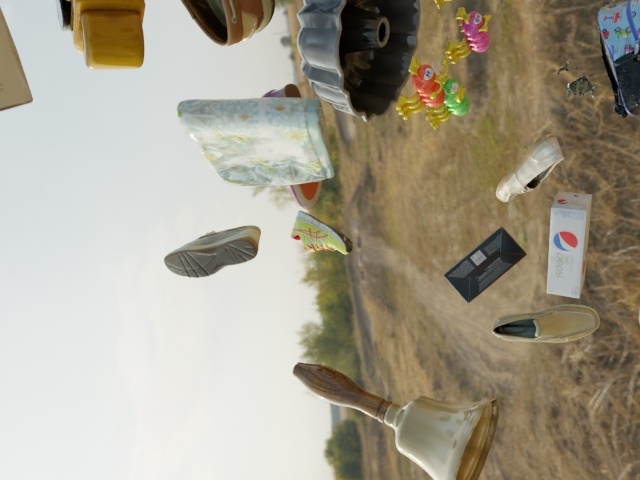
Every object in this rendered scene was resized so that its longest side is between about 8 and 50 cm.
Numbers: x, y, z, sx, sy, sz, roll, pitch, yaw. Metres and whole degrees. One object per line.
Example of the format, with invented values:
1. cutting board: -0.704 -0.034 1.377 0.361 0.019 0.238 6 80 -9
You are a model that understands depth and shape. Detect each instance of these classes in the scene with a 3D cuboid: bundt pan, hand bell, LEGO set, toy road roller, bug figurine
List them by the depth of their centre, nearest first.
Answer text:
1. hand bell: 0.068 0.192 0.725 0.126 0.241 0.126 -35 -45 -45
2. bug figurine: 0.211 -0.306 0.993 0.216 0.072 0.279 28 -102 -60
3. LEGO set: 0.450 -0.280 1.101 0.083 0.054 0.023 57 -158 -19
4. bundt pan: 0.065 -0.398 1.185 0.330 0.124 0.331 -36 -46 -49
5. toy road roller: -0.504 -0.559 1.497 0.241 0.202 0.329 68 151 20

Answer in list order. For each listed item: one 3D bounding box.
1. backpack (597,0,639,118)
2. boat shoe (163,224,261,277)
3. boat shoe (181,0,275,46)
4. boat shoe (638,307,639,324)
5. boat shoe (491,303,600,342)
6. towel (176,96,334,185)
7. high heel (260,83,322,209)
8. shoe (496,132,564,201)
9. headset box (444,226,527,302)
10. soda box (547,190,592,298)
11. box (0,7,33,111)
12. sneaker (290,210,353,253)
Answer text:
1. backpack: 0.479 -0.274 0.898 0.116 0.158 0.174 -24 80 49
2. boat shoe: -0.309 0.026 1.811 0.098 0.302 0.109 -79 -32 -51
3. boat shoe: -0.189 -0.418 0.870 0.324 0.122 0.120 51 -131 -22
4. boat shoe: 0.847 0.121 1.507 0.355 0.132 0.130 -60 -27 -46
5. boat shoe: 0.410 0.160 1.154 0.072 0.189 0.068 1 -104 -59
6. towel: -0.136 -0.230 1.518 0.374 0.320 0.090 70 -161 -72
7. high heel: -0.098 -0.272 1.902 0.181 0.127 0.378 -10 87 55
8. shoe: 0.429 -0.133 1.293 0.058 0.076 0.219 55 157 18
9. headset box: 0.491 0.071 1.894 0.110 0.218 0.293 50 -172 9
10. soda box: 0.516 0.011 1.305 0.074 0.069 0.216 -48 -42 -46
11. box: -0.555 -0.264 0.956 0.232 0.126 0.149 13 122 48
12. sneaker: 0.000 0.000 1.678 0.208 0.094 0.081 30 180 40
